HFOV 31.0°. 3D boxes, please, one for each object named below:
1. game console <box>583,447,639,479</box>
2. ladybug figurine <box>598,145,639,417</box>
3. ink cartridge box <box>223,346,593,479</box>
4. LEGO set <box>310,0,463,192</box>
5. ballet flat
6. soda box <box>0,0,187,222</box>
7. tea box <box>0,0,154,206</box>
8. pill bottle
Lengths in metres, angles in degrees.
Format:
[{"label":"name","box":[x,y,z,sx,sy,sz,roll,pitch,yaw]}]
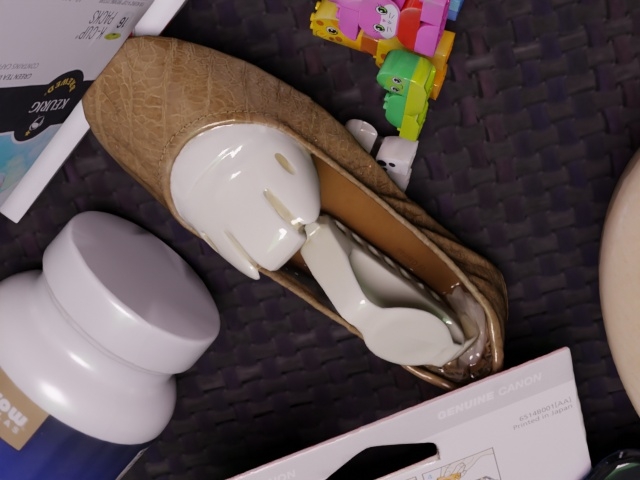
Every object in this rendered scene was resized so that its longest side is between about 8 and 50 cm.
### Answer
[{"label":"game console","box":[0.250,0.330,0.766,0.293,0.173,0.250,33,108,-12]},{"label":"ladybug figurine","box":[0.371,0.061,0.758,0.449,0.162,0.305,40,106,-12]},{"label":"ink cartridge box","box":[0.054,0.209,0.824,0.296,0.066,0.261,-20,121,-3]},{"label":"LEGO set","box":[0.032,-0.124,0.721,0.093,0.087,0.227,20,155,7]},{"label":"ballet flat","box":[0.000,0.000,0.726,0.342,0.124,0.116,38,110,-27]},{"label":"soda box","box":[-0.157,-0.119,0.749,0.069,0.074,0.216,37,108,-12]},{"label":"tea box","box":[-0.332,-0.127,0.629,0.329,0.220,0.323,42,109,6]},{"label":"pill bottle","box":[-0.196,0.116,0.801,0.153,0.153,0.264,37,107,-12]}]
